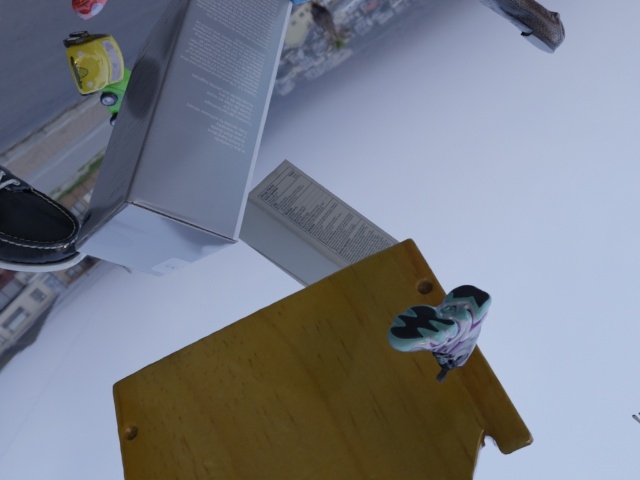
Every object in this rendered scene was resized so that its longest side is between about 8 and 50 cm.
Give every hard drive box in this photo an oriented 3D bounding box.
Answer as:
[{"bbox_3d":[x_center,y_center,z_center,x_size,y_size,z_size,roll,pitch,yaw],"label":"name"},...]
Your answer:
[{"bbox_3d":[-0.127,-0.100,0.501,0.181,0.089,0.232,-18,-124,54],"label":"hard drive box"}]

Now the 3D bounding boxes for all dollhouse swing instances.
[{"bbox_3d":[0.008,0.210,0.638,0.346,0.305,0.315,-26,-127,1],"label":"dollhouse swing"}]

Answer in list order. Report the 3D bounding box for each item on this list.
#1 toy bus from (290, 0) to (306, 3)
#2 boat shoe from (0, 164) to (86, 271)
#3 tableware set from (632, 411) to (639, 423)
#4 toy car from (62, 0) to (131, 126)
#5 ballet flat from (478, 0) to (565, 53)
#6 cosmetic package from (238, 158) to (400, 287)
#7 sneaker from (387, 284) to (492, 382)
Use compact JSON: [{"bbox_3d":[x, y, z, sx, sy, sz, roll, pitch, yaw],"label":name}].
[{"bbox_3d":[-0.078,-0.331,0.507,0.191,0.202,0.104,34,-132,31],"label":"toy bus"},{"bbox_3d":[-0.433,-0.053,0.695,0.091,0.302,0.114,104,5,-46],"label":"boat shoe"},{"bbox_3d":[0.602,0.306,0.920,0.104,0.154,0.024,-40,-164,37],"label":"tableware set"},{"bbox_3d":[-0.269,-0.231,0.710,0.053,0.239,0.225,-12,154,-9],"label":"toy car"},{"bbox_3d":[0.310,-0.399,0.909,0.058,0.249,0.084,-55,-163,14],"label":"ballet flat"},{"bbox_3d":[0.000,0.000,1.081,0.160,0.309,0.113,-50,175,-46],"label":"cosmetic package"},{"bbox_3d":[0.087,0.079,0.411,0.098,0.069,0.038,-16,-148,-32],"label":"sneaker"}]
